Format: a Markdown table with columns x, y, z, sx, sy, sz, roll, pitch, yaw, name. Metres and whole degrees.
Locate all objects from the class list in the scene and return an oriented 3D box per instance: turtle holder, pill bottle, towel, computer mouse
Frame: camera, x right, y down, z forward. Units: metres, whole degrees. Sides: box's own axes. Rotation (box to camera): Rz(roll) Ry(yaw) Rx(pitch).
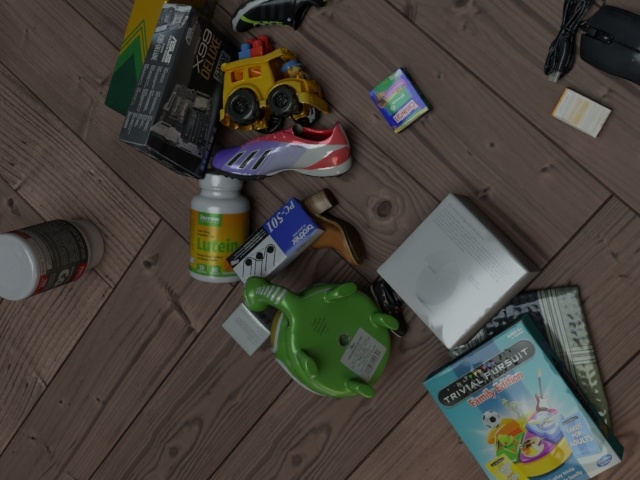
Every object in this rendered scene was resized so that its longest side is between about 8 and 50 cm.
| x | y | z | sx | sy | sz | roll | pitch | yaw | name |
| --- | --- | --- | --- | --- | --- | --- | --- | --- | --- |
| -0.017 | 0.209 | 1.965 | 0.227 | 0.320 | 0.244 | -5 | 80 | 61 | turtle holder |
| -0.663 | 0.037 | 2.220 | 0.161 | 0.283 | 0.161 | 5 | 103 | 22 | pill bottle |
| -0.230 | -0.037 | 2.094 | 0.136 | 0.136 | 0.246 | 9 | 104 | 22 | pill bottle |
| 0.427 | 0.270 | 1.923 | 0.312 | 0.056 | 0.324 | -12 | 94 | 23 | towel |
| 0.565 | -0.357 | 1.711 | 0.272 | 0.072 | 0.189 | 22 | 108 | 18 | computer mouse |

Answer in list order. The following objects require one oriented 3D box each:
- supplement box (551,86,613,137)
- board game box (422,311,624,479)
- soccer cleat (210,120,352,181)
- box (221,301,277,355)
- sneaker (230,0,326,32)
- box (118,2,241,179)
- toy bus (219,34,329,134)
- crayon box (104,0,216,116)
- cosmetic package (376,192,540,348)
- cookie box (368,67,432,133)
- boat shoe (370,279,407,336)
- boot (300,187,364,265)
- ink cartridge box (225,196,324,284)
| x | y | z | sx | sy | sz | roll | pitch | yaw | name |
| --- | --- | --- | --- | --- | --- | --- | --- | --- | --- |
| 0.509 | -0.249 | 1.777 | 0.098 | 0.036 | 0.062 | 32 | 111 | 15 | supplement box |
| 0.411 | 0.358 | 1.871 | 0.253 | 0.079 | 0.336 | -37 | 85 | 22 | board game box |
| -0.090 | -0.201 | 1.990 | 0.318 | 0.109 | 0.117 | 0 | 124 | 14 | soccer cleat |
| -0.152 | 0.194 | 2.127 | 0.101 | 0.102 | 0.087 | 45 | 113 | 8 | box |
| -0.089 | -0.490 | 1.966 | 0.234 | 0.084 | 0.097 | -25 | 91 | 26 | sneaker |
| -0.291 | -0.313 | 1.950 | 0.076 | 0.242 | 0.308 | 14 | 82 | 24 | box |
| -0.104 | -0.349 | 1.984 | 0.220 | 0.149 | 0.212 | -7 | 82 | 23 | toy bus |
| -0.347 | -0.438 | 2.026 | 0.083 | 0.203 | 0.323 | 29 | 110 | 16 | crayon box |
| 0.282 | 0.060 | 1.860 | 0.225 | 0.138 | 0.224 | -48 | 72 | 18 | cosmetic package |
| 0.168 | -0.293 | 1.917 | 0.091 | 0.040 | 0.107 | -36 | 86 | 25 | cookie box |
| 0.157 | 0.148 | 2.009 | 0.042 | 0.049 | 0.133 | -29 | 84 | 34 | boat shoe |
| 0.000 | 0.000 | 2.039 | 0.152 | 0.073 | 0.197 | -35 | 74 | 25 | boot |
| -0.100 | 0.011 | 2.002 | 0.207 | 0.046 | 0.097 | -43 | 70 | 9 | ink cartridge box |
